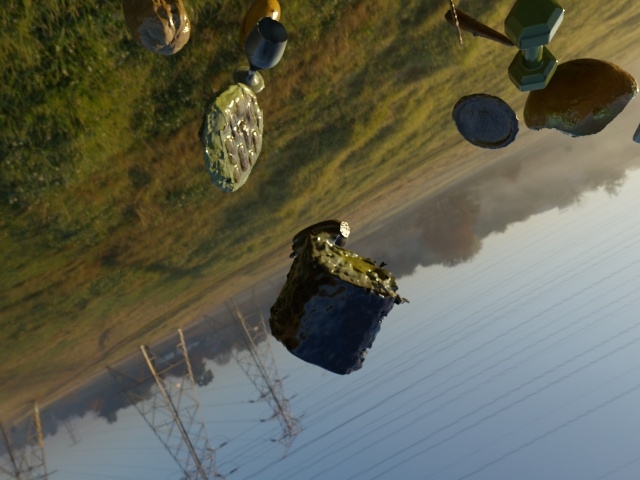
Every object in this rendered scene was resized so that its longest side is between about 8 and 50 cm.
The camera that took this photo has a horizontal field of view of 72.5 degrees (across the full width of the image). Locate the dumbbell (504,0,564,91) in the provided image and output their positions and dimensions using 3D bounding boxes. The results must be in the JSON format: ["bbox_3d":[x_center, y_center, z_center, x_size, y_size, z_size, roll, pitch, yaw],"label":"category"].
[{"bbox_3d":[0.529,-0.481,1.088,0.108,0.121,0.302,-33,161,18],"label":"dumbbell"}]

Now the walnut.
[{"bbox_3d":[-0.599,-0.819,1.595,0.257,0.257,0.224,-29,174,29],"label":"walnut"}]

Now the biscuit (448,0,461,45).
[{"bbox_3d":[0.324,-0.608,1.091,0.013,0.232,0.237,-13,-165,23],"label":"biscuit"}]

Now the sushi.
[{"bbox_3d":[0.033,0.168,1.161,0.281,0.299,0.294,19,108,-30],"label":"sushi"}]

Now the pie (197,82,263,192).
[{"bbox_3d":[-0.245,-0.295,1.244,0.071,0.306,0.306,10,-172,18],"label":"pie"}]

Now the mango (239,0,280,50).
[{"bbox_3d":[-0.263,-0.899,1.820,0.177,0.295,0.120,-4,150,46],"label":"mango"}]

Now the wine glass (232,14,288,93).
[{"bbox_3d":[-0.199,-0.602,1.427,0.126,0.126,0.241,-24,170,-35],"label":"wine glass"}]

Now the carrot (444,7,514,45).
[{"bbox_3d":[0.450,-0.602,1.238,0.049,0.254,0.049,-26,143,-22],"label":"carrot"}]

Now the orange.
[{"bbox_3d":[0.818,-0.463,1.409,0.262,0.196,0.334,-51,-142,3],"label":"orange"}]

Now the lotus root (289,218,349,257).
[{"bbox_3d":[0.000,0.000,1.574,0.241,0.124,0.123,-19,157,30],"label":"lotus root"}]

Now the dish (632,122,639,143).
[{"bbox_3d":[0.820,-0.273,0.944,0.182,0.080,0.243,-3,154,18],"label":"dish"}]

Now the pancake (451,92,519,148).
[{"bbox_3d":[0.449,-0.324,1.198,0.021,0.199,0.199,-53,-176,-18],"label":"pancake"}]
